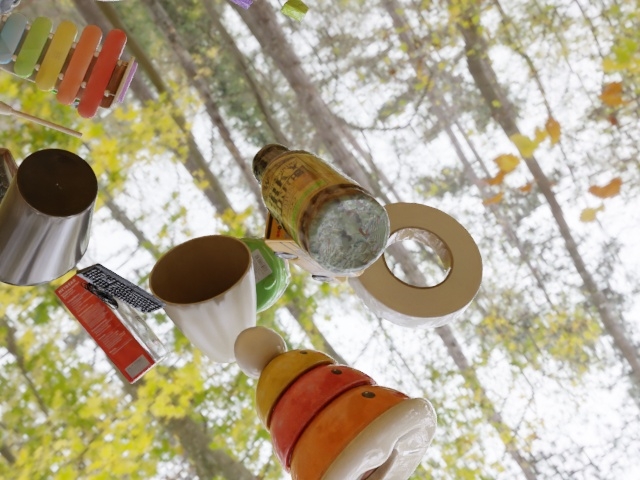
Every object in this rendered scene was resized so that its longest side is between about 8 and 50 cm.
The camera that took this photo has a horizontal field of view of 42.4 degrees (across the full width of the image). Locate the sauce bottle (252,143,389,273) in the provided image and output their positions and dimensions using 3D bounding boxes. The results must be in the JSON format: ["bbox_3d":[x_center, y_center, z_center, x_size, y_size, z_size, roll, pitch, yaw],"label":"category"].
[{"bbox_3d":[-0.019,-0.059,1.114,0.111,0.111,0.344,-38,-155,-5],"label":"sauce bottle"}]

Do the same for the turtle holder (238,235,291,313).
[{"bbox_3d":[-0.228,0.135,2.597,0.320,0.243,0.227,-66,164,14],"label":"turtle holder"}]

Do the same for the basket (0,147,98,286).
[{"bbox_3d":[-0.462,-0.043,1.388,0.204,0.154,0.227,-37,175,-36],"label":"basket"}]

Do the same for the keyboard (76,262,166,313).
[{"bbox_3d":[-0.420,0.114,1.705,0.100,0.192,0.038,-19,-132,35],"label":"keyboard"}]

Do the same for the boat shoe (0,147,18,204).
[{"bbox_3d":[-0.868,-0.122,2.388,0.123,0.323,0.120,13,-143,32],"label":"boat shoe"}]

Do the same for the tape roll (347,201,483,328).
[{"bbox_3d":[0.265,0.064,2.330,0.392,0.392,0.072,-50,168,-33],"label":"tape roll"}]

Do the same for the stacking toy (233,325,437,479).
[{"bbox_3d":[-0.027,0.346,1.751,0.351,0.350,0.480,-42,-120,-15],"label":"stacking toy"}]

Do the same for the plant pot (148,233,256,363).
[{"bbox_3d":[-0.264,0.170,2.060,0.257,0.273,0.256,-9,-143,7],"label":"plant pot"}]

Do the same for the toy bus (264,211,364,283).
[{"bbox_3d":[0.000,0.000,1.682,0.130,0.333,0.108,-1,-108,26],"label":"toy bus"}]

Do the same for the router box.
[{"bbox_3d":[-0.538,0.222,2.181,0.082,0.301,0.335,-40,179,-5],"label":"router box"}]

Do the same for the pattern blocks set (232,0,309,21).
[{"bbox_3d":[-0.140,-0.479,1.433,0.026,0.286,0.324,-52,-165,27],"label":"pattern blocks set"}]

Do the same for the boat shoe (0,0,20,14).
[{"bbox_3d":[-0.479,-0.378,1.217,0.233,0.079,0.084,-33,-128,6],"label":"boat shoe"}]

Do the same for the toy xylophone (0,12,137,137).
[{"bbox_3d":[-0.557,-0.354,1.741,0.081,0.323,0.236,135,-33,-79],"label":"toy xylophone"}]

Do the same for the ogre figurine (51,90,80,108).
[{"bbox_3d":[-0.649,-0.423,2.129,0.118,0.197,0.097,-54,-173,-2],"label":"ogre figurine"}]
